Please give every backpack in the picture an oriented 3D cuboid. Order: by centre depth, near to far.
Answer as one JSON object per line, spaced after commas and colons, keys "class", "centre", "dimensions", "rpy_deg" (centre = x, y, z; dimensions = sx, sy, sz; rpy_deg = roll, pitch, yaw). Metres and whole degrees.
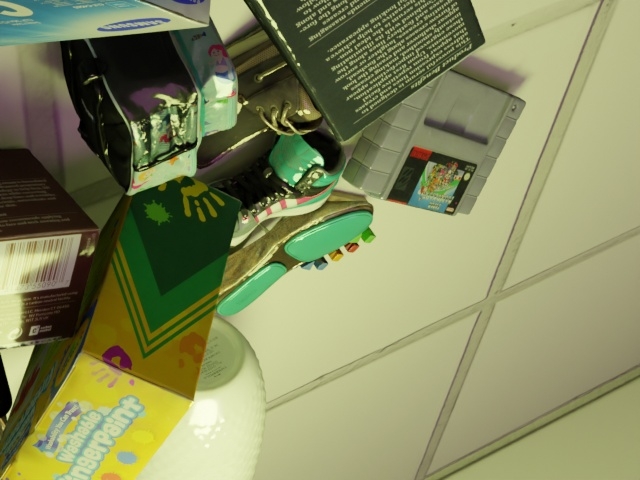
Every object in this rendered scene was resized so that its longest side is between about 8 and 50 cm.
{"class": "backpack", "centre": [-0.206, -0.184, 1.617], "dimensions": [0.191, 0.225, 0.253], "rpy_deg": [-18, 154, -19]}

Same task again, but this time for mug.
{"class": "mug", "centre": [-0.268, 0.296, 2.322], "dimensions": [0.374, 0.276, 0.328], "rpy_deg": [-14, 143, -24]}

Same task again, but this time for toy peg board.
{"class": "toy peg board", "centre": [0.000, 0.000, 2.334], "dimensions": [0.160, 0.079, 0.161], "rpy_deg": [-46, 151, 23]}

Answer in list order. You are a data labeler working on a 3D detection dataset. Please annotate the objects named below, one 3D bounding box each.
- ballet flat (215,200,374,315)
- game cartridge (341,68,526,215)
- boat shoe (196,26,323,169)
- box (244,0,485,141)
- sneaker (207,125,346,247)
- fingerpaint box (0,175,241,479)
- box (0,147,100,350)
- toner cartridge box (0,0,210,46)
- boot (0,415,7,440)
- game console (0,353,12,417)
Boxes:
{"class": "ballet flat", "centre": [-0.065, -0.002, 2.217], "dimensions": [0.316, 0.106, 0.107], "rpy_deg": [-32, 150, 10]}
{"class": "game cartridge", "centre": [0.190, -0.159, 2.222], "dimensions": [0.355, 0.068, 0.230], "rpy_deg": [9, 106, -55]}
{"class": "boat shoe", "centre": [-0.054, -0.210, 1.850], "dimensions": [0.355, 0.130, 0.132], "rpy_deg": [-42, 153, 16]}
{"class": "box", "centre": [-0.014, -0.341, 1.486], "dimensions": [0.212, 0.293, 0.395], "rpy_deg": [-34, 155, 2]}
{"class": "sneaker", "centre": [-0.073, -0.092, 2.032], "dimensions": [0.295, 0.124, 0.178], "rpy_deg": [-24, 159, -37]}
{"class": "fingerpaint box", "centre": [-0.293, 0.172, 1.911], "dimensions": [0.163, 0.371, 0.445], "rpy_deg": [25, 131, -14]}
{"class": "box", "centre": [-0.402, 0.009, 1.696], "dimensions": [0.168, 0.203, 0.167], "rpy_deg": [-6, 126, -39]}
{"class": "toner cartridge box", "centre": [-0.290, -0.247, 1.338], "dimensions": [0.347, 0.075, 0.165], "rpy_deg": [1, 175, 34]}
{"class": "boot", "centre": [-0.553, 0.277, 2.194], "dimensions": [0.106, 0.082, 0.219], "rpy_deg": [-10, 143, -14]}
{"class": "game console", "centre": [-0.539, 0.124, 1.801], "dimensions": [0.293, 0.173, 0.250], "rpy_deg": [-14, 144, -37]}
